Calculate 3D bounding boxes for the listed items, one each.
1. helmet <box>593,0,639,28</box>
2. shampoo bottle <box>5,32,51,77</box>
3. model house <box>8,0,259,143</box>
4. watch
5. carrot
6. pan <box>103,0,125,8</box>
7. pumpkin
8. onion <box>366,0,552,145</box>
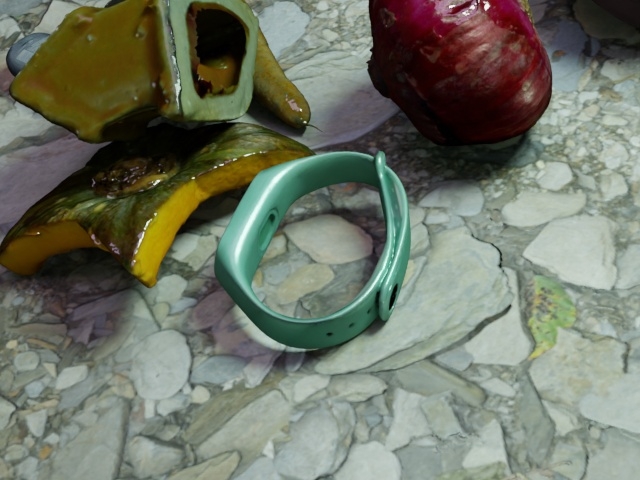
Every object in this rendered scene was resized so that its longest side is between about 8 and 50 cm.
[{"bbox_3d":[0.391,-0.376,1.754,0.271,0.197,0.338,-33,46,-6],"label":"helmet"},{"bbox_3d":[-0.306,-0.209,1.913,0.234,0.049,0.087,26,51,37],"label":"shampoo bottle"},{"bbox_3d":[-0.210,-0.188,1.715,0.239,0.173,0.268,-17,-3,23],"label":"model house"},{"bbox_3d":[0.000,0.000,1.561,0.195,0.068,0.237,14,55,18],"label":"watch"},{"bbox_3d":[-0.075,-0.211,1.834,0.078,0.078,0.298,-27,47,-11],"label":"carrot"},{"bbox_3d":[-0.245,-0.317,2.028,0.115,0.023,0.068,-13,41,5],"label":"pan"},{"bbox_3d":[-0.189,-0.052,1.679,0.258,0.095,0.290,9,38,42],"label":"pumpkin"},{"bbox_3d":[0.144,-0.211,1.641,0.190,0.246,0.246,-29,43,2],"label":"onion"}]
